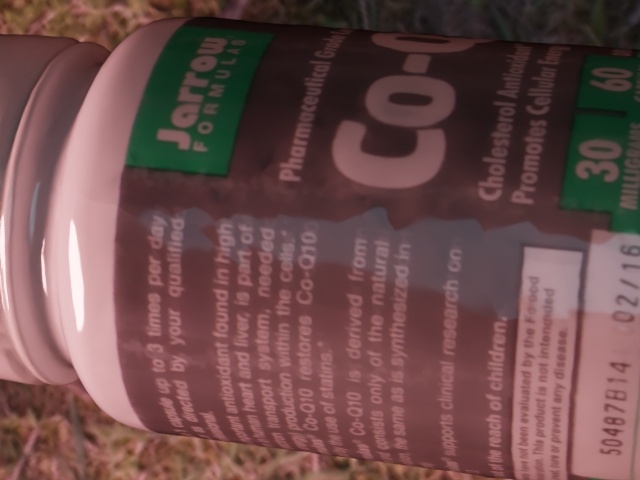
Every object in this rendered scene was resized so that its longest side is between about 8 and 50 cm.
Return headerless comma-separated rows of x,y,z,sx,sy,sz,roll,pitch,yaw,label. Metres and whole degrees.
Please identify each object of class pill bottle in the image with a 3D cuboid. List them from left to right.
0.000,0.000,0.752,0.361,0.204,0.204,5,96,12,pill bottle
